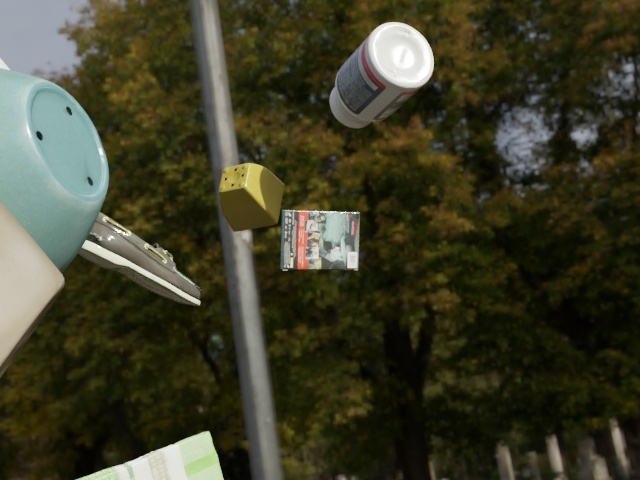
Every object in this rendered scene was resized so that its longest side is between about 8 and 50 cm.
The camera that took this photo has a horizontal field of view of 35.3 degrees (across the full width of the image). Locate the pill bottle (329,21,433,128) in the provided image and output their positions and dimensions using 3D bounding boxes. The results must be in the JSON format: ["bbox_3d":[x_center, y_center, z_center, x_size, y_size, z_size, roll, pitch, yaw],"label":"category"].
[{"bbox_3d":[0.083,-0.241,1.515,0.108,0.108,0.180,-2,-16,-24],"label":"pill bottle"}]

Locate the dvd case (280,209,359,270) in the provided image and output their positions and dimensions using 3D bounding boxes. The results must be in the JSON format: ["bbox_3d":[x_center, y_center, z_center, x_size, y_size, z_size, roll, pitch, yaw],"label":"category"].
[{"bbox_3d":[0.000,0.000,1.462,0.119,0.087,0.013,0,2,-20],"label":"dvd case"}]

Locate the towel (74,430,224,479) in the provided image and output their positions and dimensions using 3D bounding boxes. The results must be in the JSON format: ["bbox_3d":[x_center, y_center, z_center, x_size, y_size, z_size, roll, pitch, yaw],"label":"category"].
[{"bbox_3d":[-0.117,0.197,0.645,0.023,0.113,0.152,-16,-2,43],"label":"towel"}]

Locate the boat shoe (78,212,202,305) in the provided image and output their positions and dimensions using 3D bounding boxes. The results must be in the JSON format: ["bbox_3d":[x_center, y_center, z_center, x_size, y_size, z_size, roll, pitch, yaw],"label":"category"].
[{"bbox_3d":[-0.273,0.033,1.579,0.227,0.069,0.081,32,-22,-31],"label":"boat shoe"}]

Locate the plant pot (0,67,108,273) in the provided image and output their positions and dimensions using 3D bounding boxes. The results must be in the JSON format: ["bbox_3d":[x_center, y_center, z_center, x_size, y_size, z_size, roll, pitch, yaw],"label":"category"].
[{"bbox_3d":[-0.340,-0.067,1.051,0.195,0.290,0.290,-22,-19,18],"label":"plant pot"}]

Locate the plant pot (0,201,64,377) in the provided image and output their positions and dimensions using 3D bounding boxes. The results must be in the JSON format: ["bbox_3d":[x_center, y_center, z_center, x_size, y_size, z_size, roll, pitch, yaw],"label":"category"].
[{"bbox_3d":[-0.327,0.022,0.615,0.280,0.323,0.323,36,-29,-10],"label":"plant pot"}]

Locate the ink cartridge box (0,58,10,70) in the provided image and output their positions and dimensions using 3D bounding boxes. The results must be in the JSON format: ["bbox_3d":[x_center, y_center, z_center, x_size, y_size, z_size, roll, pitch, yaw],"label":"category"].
[{"bbox_3d":[-0.628,-0.254,1.542,0.226,0.306,0.131,-44,7,-40],"label":"ink cartridge box"}]

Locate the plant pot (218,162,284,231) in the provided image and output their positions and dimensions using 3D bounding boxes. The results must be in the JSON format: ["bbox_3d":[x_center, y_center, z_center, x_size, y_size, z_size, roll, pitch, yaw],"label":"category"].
[{"bbox_3d":[-0.114,-0.074,1.561,0.081,0.081,0.083,-9,-37,24],"label":"plant pot"}]
